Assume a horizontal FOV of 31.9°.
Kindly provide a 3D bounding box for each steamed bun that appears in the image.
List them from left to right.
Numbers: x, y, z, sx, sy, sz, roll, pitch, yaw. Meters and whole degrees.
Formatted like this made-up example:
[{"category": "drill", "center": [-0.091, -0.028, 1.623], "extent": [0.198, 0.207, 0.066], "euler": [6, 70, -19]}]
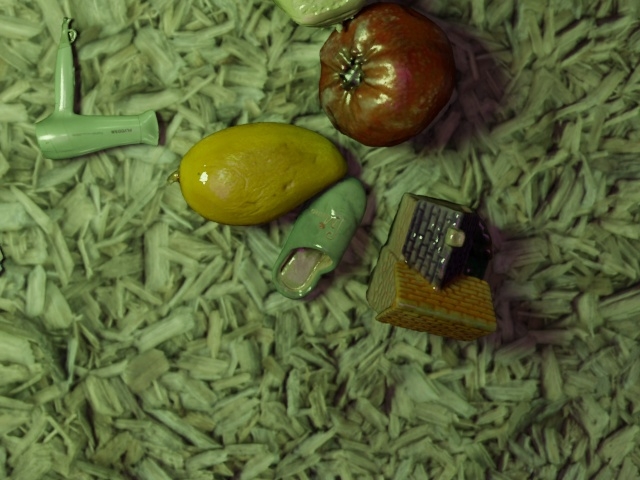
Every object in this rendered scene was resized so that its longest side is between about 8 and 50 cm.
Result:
[{"category": "steamed bun", "center": [-0.005, -0.426, 1.834], "extent": [0.170, 0.238, 0.152], "euler": [-28, 118, 0]}]

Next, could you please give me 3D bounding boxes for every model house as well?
[{"category": "model house", "center": [0.220, 0.058, 1.965], "extent": [0.202, 0.237, 0.237], "euler": [20, 98, -11]}]

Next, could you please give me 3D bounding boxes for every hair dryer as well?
[{"category": "hair dryer", "center": [-0.390, -0.263, 1.896], "extent": [0.206, 0.075, 0.237], "euler": [-10, 96, -14]}]

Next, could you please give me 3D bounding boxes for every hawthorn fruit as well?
[{"category": "hawthorn fruit", "center": [0.132, -0.277, 1.904], "extent": [0.272, 0.242, 0.241], "euler": [-7, 107, -49]}]

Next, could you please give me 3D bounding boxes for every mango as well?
[{"category": "mango", "center": [-0.108, -0.116, 1.936], "extent": [0.317, 0.119, 0.176], "euler": [-12, 95, -10]}]

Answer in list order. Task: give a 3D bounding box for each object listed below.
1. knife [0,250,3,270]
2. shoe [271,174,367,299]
[{"category": "knife", "center": [-0.586, -0.016, 1.926], "extent": [0.044, 0.023, 0.162], "euler": [-17, 104, -3]}, {"category": "shoe", "center": [0.000, 0.000, 1.988], "extent": [0.103, 0.100, 0.251], "euler": [28, 98, -12]}]
